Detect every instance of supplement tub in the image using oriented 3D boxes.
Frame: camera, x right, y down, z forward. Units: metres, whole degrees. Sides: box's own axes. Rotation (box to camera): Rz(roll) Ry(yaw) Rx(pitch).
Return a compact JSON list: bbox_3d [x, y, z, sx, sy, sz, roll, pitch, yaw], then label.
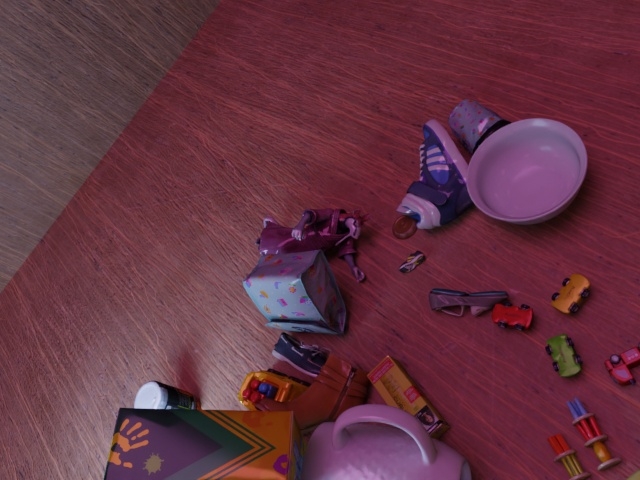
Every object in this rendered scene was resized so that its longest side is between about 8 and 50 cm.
[{"bbox_3d":[-0.464,0.508,1.855,0.117,0.190,0.117,-18,55,27],"label":"supplement tub"}]

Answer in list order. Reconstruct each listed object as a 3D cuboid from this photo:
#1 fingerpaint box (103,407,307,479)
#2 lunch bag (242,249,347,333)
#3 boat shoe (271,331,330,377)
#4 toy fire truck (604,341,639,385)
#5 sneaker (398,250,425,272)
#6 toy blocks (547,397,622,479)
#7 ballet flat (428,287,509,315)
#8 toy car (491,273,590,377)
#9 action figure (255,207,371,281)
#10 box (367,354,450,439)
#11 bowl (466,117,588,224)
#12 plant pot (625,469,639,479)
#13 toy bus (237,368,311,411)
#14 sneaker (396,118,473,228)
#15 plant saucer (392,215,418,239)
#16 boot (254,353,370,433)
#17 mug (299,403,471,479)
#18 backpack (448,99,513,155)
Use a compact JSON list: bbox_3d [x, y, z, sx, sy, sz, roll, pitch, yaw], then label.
[{"bbox_3d":[-0.222,0.519,1.378,0.371,0.445,0.163,0,58,6],"label":"fingerpaint box"},{"bbox_3d":[-0.060,0.171,1.724,0.223,0.262,0.160,-4,34,36],"label":"lunch bag"},{"bbox_3d":[-0.036,0.329,1.721,0.254,0.095,0.079,15,86,49],"label":"boat shoe"},{"bbox_3d":[0.710,0.269,1.250,0.192,0.047,0.135,-32,52,18],"label":"toy fire truck"},{"bbox_3d":[0.256,0.060,1.706,0.083,0.031,0.035,-33,37,11],"label":"sneaker"},{"bbox_3d":[0.540,0.421,1.280,0.123,0.054,0.148,-33,50,15],"label":"toy blocks"},{"bbox_3d":[0.378,0.160,1.546,0.213,0.072,0.068,-1,92,36],"label":"ballet flat"},{"bbox_3d":[0.540,0.214,1.398,0.239,0.053,0.225,-27,53,22],"label":"toy car"},{"bbox_3d":[0.000,0.000,1.850,0.370,0.248,0.276,-30,25,20],"label":"action figure"},{"bbox_3d":[0.218,0.402,1.517,0.087,0.058,0.232,-44,48,7],"label":"box"},{"bbox_3d":[0.538,-0.153,1.551,0.298,0.134,0.298,-17,56,27],"label":"bowl"},{"bbox_3d":[0.681,0.468,1.041,0.239,0.254,0.254,-39,47,-9],"label":"plant pot"},{"bbox_3d":[-0.151,0.427,1.665,0.220,0.211,0.149,11,74,40],"label":"toy bus"},{"bbox_3d":[0.299,-0.182,1.738,0.236,0.130,0.323,-31,56,12],"label":"sneaker"},{"bbox_3d":[0.246,-0.043,1.777,0.083,0.015,0.083,-17,57,27],"label":"plant saucer"},{"bbox_3d":[-0.009,0.394,1.553,0.220,0.283,0.109,-68,12,-13],"label":"boot"},{"bbox_3d":[0.145,0.509,1.312,0.328,0.374,0.276,-3,26,23],"label":"mug"},{"bbox_3d":[0.452,-0.320,1.719,0.152,0.115,0.182,-44,46,10],"label":"backpack"}]
